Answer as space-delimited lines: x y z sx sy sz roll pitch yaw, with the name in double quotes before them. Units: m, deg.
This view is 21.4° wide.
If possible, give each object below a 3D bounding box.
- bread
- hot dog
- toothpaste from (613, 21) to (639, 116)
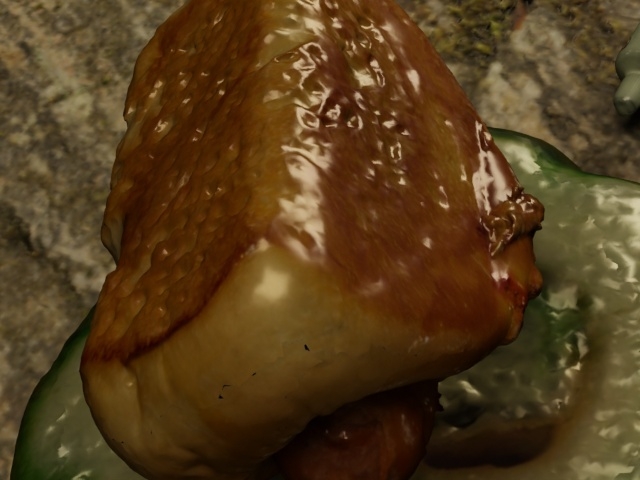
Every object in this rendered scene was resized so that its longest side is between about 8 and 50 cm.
"bread" 0.042 0.118 0.776 0.366 0.129 0.382 -5 52 12
"hot dog" 0.000 0.000 0.695 0.150 0.153 0.257 -35 33 29
"toothpaste" 0.231 -0.155 0.996 0.060 0.038 0.233 23 59 27
